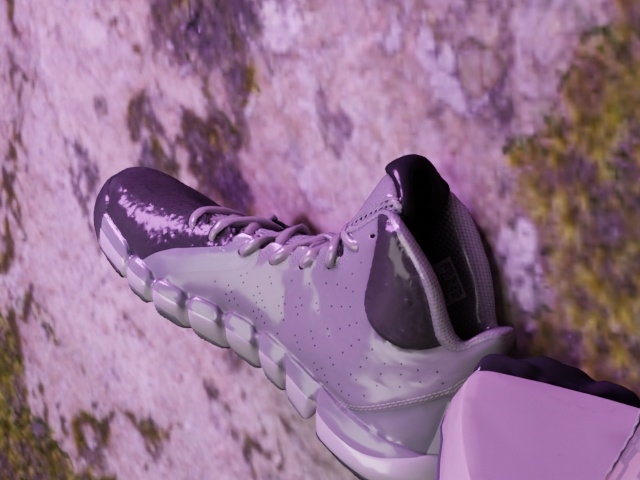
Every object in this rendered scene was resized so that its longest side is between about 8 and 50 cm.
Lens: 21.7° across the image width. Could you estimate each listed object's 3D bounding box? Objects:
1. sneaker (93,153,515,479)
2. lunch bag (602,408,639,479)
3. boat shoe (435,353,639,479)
[{"bbox_3d":[0.000,0.000,0.762,0.228,0.086,0.132,37,123,21],"label":"sneaker"},{"bbox_3d":[0.198,0.077,0.442,0.287,0.169,0.235,33,97,57],"label":"lunch bag"},{"bbox_3d":[0.075,0.209,0.605,0.127,0.341,0.158,14,128,-1],"label":"boat shoe"}]
